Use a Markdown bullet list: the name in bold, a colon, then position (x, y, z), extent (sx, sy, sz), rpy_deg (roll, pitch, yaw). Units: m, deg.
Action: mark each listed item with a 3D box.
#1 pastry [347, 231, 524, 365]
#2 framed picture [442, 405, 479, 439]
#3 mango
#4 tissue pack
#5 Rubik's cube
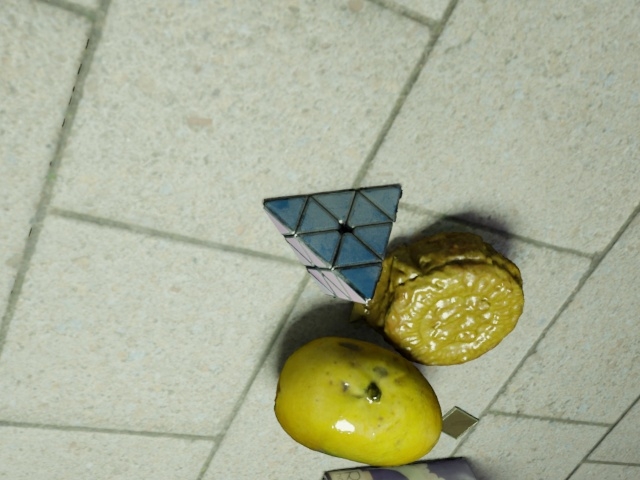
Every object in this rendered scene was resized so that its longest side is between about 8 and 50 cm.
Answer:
- **pastry**: position (0.199, 0.095, 1.108), extent (0.235, 0.132, 0.240), rpy_deg (15, 117, -30)
- **framed picture**: position (0.278, 0.374, 1.424), extent (0.066, 0.007, 0.089), rpy_deg (-46, 128, 14)
- **mango**: position (0.070, 0.281, 1.141), extent (0.253, 0.182, 0.365), rpy_deg (4, 152, 28)
- **tissue pack**: position (0.178, 0.568, 1.378), extent (0.343, 0.242, 0.125), rpy_deg (2, 125, -22)
- **Rubik's cube**: position (0.000, 0.000, 0.968), extent (0.178, 0.190, 0.211), rpy_deg (27, 108, -15)
